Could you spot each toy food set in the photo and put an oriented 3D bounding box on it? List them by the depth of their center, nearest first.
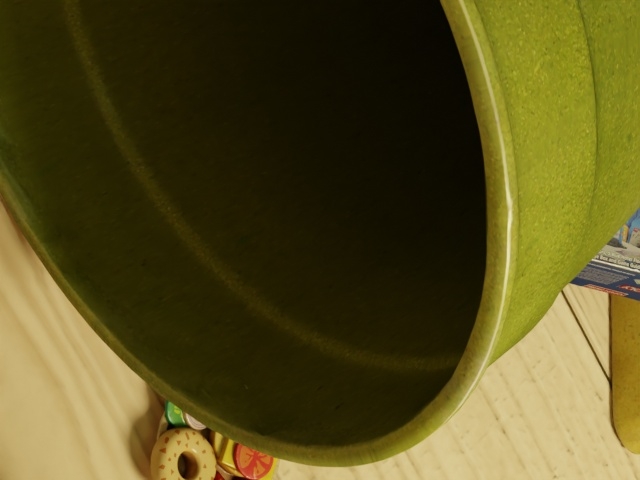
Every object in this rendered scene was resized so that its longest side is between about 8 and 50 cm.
[{"bbox_3d":[-0.053,0.109,1.017,0.083,0.020,0.083,29,68,-31],"label":"toy food set"},{"bbox_3d":[0.000,0.000,1.047,0.128,0.071,0.218,24,61,1],"label":"toy food set"}]

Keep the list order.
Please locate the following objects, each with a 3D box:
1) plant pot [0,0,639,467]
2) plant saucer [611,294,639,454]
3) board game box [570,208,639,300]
[{"bbox_3d":[0.061,-0.136,0.915,0.353,0.366,0.366,-30,103,-36],"label":"plant pot"},{"bbox_3d":[0.341,-0.019,1.298,0.332,0.081,0.333,6,81,-36],"label":"plant saucer"},{"bbox_3d":[0.160,-0.075,1.163,0.194,0.060,0.194,14,73,-22],"label":"board game box"}]
